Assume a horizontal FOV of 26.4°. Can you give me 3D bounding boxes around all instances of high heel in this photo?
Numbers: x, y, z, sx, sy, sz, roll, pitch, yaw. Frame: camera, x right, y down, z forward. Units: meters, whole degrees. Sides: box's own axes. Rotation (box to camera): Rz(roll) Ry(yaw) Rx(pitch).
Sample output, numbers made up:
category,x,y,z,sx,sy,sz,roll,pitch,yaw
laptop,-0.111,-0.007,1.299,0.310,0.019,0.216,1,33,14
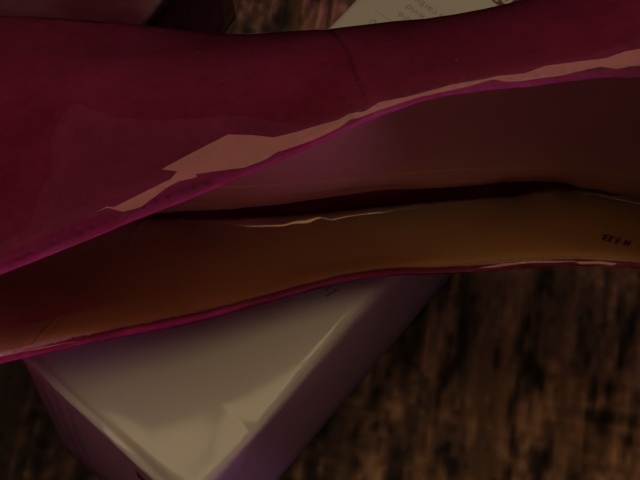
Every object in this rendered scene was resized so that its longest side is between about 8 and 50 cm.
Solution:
category,x,y,z,sx,sy,sz,roll,pitch,yaw
high heel,0.046,0.003,0.384,0.377,0.127,0.181,10,57,16

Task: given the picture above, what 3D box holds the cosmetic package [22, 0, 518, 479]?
category,x,y,z,sx,sy,sz,roll,pitch,yaw
cosmetic package,0.000,0.000,0.514,0.085,0.117,0.231,39,70,13
